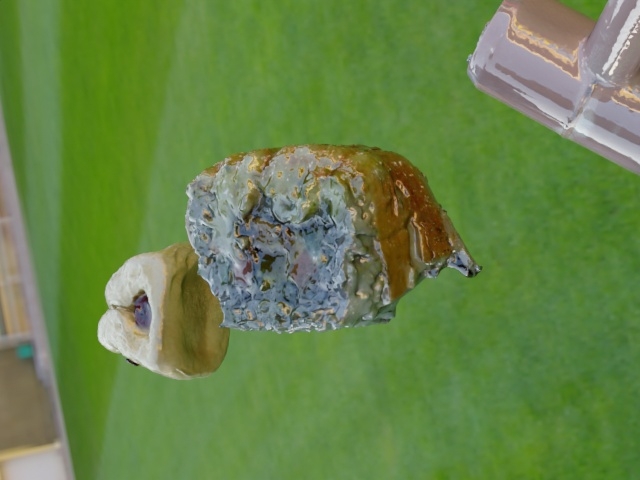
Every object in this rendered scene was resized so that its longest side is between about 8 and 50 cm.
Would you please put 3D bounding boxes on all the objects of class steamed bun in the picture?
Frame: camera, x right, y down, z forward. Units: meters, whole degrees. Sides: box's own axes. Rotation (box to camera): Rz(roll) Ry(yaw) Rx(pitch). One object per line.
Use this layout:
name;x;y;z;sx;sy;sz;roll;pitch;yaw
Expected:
steamed bun;-0.208;0.090;1.640;0.155;0.140;0.172;-5;78;34

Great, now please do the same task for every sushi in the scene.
sushi;0.000;0.000;1.241;0.274;0.139;0.184;0;95;38

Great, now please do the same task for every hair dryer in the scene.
hair dryer;0.247;-0.198;1.064;0.189;0.107;0.344;30;153;7
